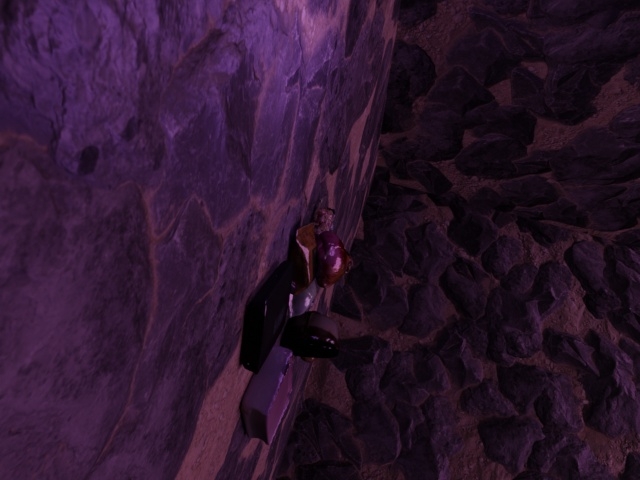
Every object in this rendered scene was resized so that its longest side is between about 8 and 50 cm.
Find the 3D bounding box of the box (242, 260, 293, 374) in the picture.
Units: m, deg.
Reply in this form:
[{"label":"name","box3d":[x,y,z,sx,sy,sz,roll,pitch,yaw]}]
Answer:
[{"label":"box","box3d":[-0.164,0.241,1.309,0.289,0.073,0.290,-59,163,-59]}]

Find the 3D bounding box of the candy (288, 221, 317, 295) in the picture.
[{"label":"candy","box3d":[-0.067,0.060,1.513,0.143,0.101,0.271,-44,143,-57]}]

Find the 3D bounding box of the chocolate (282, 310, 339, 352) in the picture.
[{"label":"chocolate","box3d":[-0.042,0.441,1.913,0.283,0.284,0.186,88,5,-63]}]

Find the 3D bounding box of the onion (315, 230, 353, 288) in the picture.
[{"label":"onion","box3d":[0.049,0.074,1.605,0.230,0.164,0.229,178,-90,-87]}]

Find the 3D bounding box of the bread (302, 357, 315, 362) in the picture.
[{"label":"bread","box3d":[-0.061,0.616,2.425,0.230,0.123,0.230,16,90,-75]}]

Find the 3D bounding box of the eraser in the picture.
[{"label":"eraser","box3d":[-0.202,0.612,1.594,0.359,0.122,0.272,94,17,-49]}]

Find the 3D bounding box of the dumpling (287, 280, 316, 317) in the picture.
[{"label":"dumpling","box3d":[-0.093,0.209,1.658,0.105,0.149,0.216,-22,-149,50]}]

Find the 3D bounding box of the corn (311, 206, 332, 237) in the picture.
[{"label":"corn","box3d":[-0.012,-0.017,1.726,0.086,0.086,0.253,-20,126,-79]}]

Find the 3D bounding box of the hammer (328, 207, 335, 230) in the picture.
[{"label":"hammer","box3d":[-0.001,0.000,1.930,0.427,0.044,0.152,-65,168,-46]}]

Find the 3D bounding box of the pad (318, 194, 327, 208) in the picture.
[{"label":"pad","box3d":[-0.011,-0.077,1.870,0.159,0.009,0.265,-46,151,-72]}]

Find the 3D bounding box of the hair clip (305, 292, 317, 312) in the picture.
[{"label":"hair clip","box3d":[-0.061,0.343,2.212,0.116,0.049,0.172,-53,170,-28]}]
